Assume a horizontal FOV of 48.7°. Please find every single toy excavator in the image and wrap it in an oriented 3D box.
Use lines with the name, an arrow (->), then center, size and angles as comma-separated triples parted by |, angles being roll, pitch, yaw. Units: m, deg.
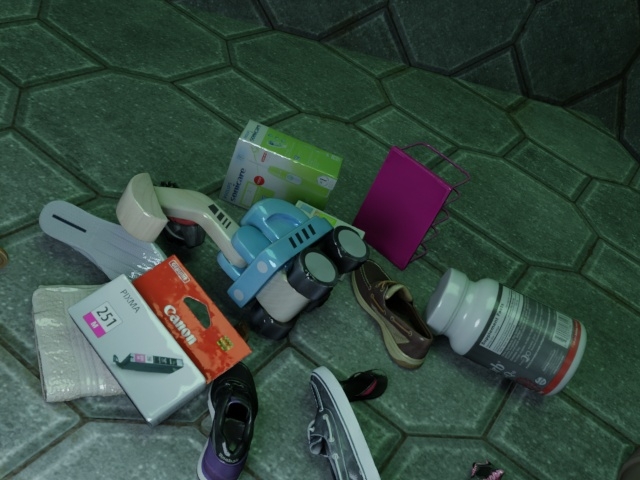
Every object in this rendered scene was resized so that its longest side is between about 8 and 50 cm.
toy excavator -> -0.176, 0.000, 1.581 | 0.445, 0.222, 0.433 | 47, 37, 7

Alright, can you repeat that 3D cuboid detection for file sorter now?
file sorter -> 0.263, -0.107, 2.009 | 0.202, 0.291, 0.182 | 40, 35, 20

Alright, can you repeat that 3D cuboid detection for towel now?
towel -> -0.463, 0.191, 1.394 | 0.187, 0.049, 0.282 | 0, 43, -31

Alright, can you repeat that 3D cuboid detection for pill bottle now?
pill bottle -> 0.452, 0.221, 1.768 | 0.362, 0.210, 0.210 | 26, 35, 2

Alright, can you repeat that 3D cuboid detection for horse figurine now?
horse figurine -> -0.243, 0.229, 1.420 | 0.263, 0.066, 0.174 | -27, 40, -26

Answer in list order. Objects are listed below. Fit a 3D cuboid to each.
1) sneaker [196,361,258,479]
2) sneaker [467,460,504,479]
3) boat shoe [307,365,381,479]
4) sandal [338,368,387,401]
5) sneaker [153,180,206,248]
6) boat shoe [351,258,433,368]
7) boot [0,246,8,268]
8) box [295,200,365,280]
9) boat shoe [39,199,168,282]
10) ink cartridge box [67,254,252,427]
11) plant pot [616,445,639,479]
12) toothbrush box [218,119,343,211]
sneaker -> -0.156, 0.322, 1.344 | 0.107, 0.124, 0.283 | 16, 36, -13
sneaker -> 0.334, 0.497, 1.491 | 0.119, 0.047, 0.057 | -2, 36, -44
boat shoe -> 0.021, 0.384, 1.399 | 0.102, 0.108, 0.301 | -17, 50, -12
sandal -> 0.086, 0.321, 1.564 | 0.179, 0.040, 0.067 | -9, 47, -38
sneaker -> -0.361, -0.061, 1.741 | 0.097, 0.135, 0.276 | -20, 31, -31
boat shoe -> 0.185, 0.153, 1.768 | 0.123, 0.123, 0.342 | 4, 40, -27
boot -> -0.726, -0.025, 1.496 | 0.197, 0.073, 0.152 | 25, 31, -5
box -> 0.000, 0.000, 1.870 | 0.203, 0.103, 0.114 | 25, 35, 1
boat shoe -> -0.456, 0.011, 1.561 | 0.335, 0.121, 0.119 | 32, -3, 10
ink cartridge box -> -0.303, 0.175, 1.351 | 0.238, 0.060, 0.275 | -35, 73, -22
plant pot -> 0.681, 0.600, 1.375 | 0.280, 0.323, 0.323 | -29, 60, -31
toothbrush box -> -0.108, -0.171, 1.937 | 0.283, 0.206, 0.122 | 23, 36, -4
